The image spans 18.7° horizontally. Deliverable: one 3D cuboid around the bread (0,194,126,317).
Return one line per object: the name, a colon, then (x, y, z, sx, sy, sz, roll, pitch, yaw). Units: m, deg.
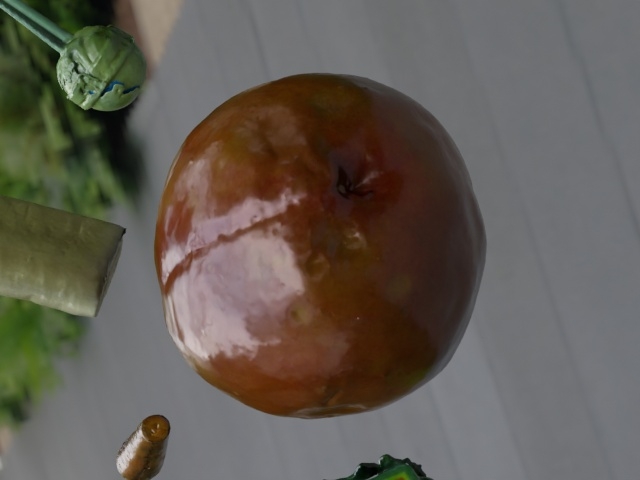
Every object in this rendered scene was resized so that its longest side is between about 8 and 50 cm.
bread: (-0.305, 0.012, 2.065, 0.139, 0.178, 0.060, -80, 5, -55)

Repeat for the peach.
peach: (0.000, 0.000, 1.884, 0.302, 0.342, 0.343, 104, 147, -70)

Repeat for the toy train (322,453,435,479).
toy train: (0.034, 0.285, 1.279, 0.159, 0.188, 0.272, -120, 10, -55)

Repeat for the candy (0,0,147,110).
candy: (-0.335, -0.257, 2.115, 0.335, 0.092, 0.093, 37, 139, -12)

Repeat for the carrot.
carrot: (-0.203, 0.239, 2.267, 0.161, 0.055, 0.055, 118, 134, -62)
